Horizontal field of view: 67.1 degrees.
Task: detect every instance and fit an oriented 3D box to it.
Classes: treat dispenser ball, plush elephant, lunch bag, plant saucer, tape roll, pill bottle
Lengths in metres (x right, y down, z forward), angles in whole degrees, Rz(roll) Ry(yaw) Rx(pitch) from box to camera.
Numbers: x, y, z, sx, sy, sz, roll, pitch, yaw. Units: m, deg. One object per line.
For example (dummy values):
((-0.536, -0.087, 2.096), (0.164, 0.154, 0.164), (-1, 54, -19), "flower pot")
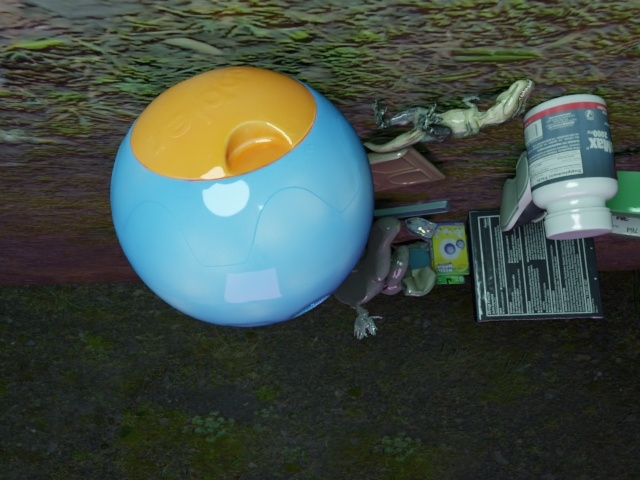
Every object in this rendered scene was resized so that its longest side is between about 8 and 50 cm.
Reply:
((-0.083, -0.046, 0.551), (0.288, 0.288, 0.288), (-2, 170, 0), "treat dispenser ball")
((0.151, 0.065, 1.283), (0.272, 0.329, 0.255), (-5, -170, 37), "plush elephant")
((0.274, -0.037, 1.335), (0.083, 0.053, 0.071), (22, 174, 12), "lunch bag")
((0.229, -0.074, 1.223), (0.192, 0.018, 0.067), (-7, 169, 22), "plant saucer")
((0.630, -0.062, 0.963), (0.322, 0.077, 0.321), (13, 179, 0), "tape roll")
((0.345, -0.096, 0.665), (0.108, 0.180, 0.108), (-2, 170, 0), "pill bottle")

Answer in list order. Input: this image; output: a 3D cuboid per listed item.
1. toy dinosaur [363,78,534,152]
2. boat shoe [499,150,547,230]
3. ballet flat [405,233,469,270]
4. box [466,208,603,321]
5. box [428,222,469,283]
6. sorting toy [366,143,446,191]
((0.139, -0.155, 0.648), (0.268, 0.064, 0.118), (-6, 176, 40), "toy dinosaur")
((0.414, -0.084, 0.938), (0.091, 0.114, 0.302), (2, 171, 10), "boat shoe")
((0.428, 0.051, 1.672), (0.147, 0.146, 0.409), (7, 166, -42), "ballet flat")
((0.554, 0.066, 1.296), (0.294, 0.296, 0.183), (-3, 170, 12), "box")
((0.374, 0.038, 1.414), (0.105, 0.179, 0.043), (-1, 170, -7), "box")
((0.053, -0.120, 0.891), (0.307, 0.041, 0.229), (-8, 173, 30), "sorting toy")
